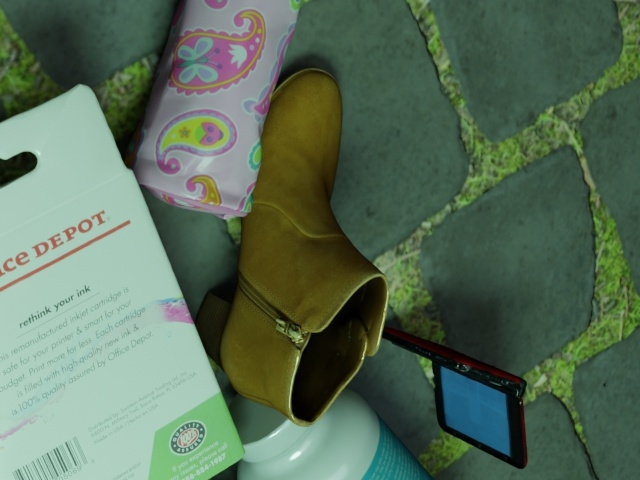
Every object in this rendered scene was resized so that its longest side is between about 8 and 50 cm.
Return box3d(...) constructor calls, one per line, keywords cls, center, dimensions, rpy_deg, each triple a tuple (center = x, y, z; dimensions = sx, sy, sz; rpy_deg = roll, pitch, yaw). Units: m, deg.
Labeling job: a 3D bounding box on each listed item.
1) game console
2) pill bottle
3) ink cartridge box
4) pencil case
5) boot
box3d(cls="game console", center=(0.126, 0.151, 1.297), dimensions=(0.124, 0.144, 0.085), rpy_deg=(20, 89, -33))
box3d(cls="pill bottle", center=(0.021, 0.235, 1.251), dimensions=(0.146, 0.146, 0.264), rpy_deg=(-47, 120, -14))
box3d(cls="ink cartridge box", center=(-0.224, 0.065, 1.080), dimensions=(0.207, 0.119, 0.353), rpy_deg=(-29, 115, -23))
box3d(cls="pencil case", center=(-0.075, -0.163, 1.120), dimensions=(0.124, 0.124, 0.284), rpy_deg=(17, 90, -33))
box3d(cls="boot", center=(-0.001, 0.000, 1.147), dimensions=(0.104, 0.211, 0.295), rpy_deg=(21, 89, -34))
